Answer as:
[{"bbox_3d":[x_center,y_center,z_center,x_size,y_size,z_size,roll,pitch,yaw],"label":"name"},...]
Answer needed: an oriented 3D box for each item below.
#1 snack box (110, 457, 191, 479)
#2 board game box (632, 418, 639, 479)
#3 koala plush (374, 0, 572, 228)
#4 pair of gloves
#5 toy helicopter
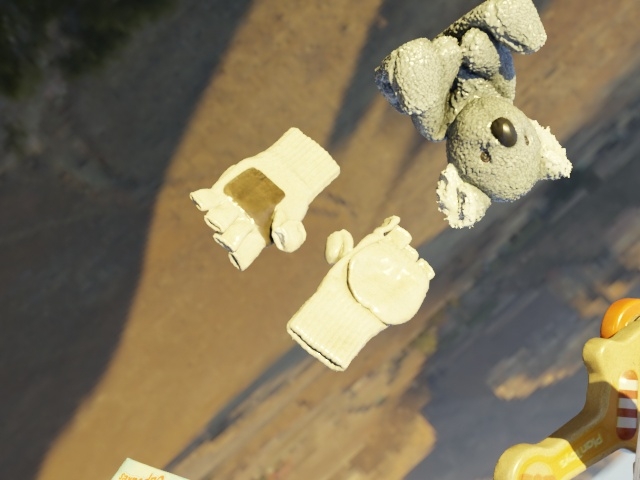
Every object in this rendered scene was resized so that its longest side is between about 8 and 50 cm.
[{"bbox_3d":[-0.098,0.387,1.840,0.187,0.322,0.060,6,-124,51],"label":"snack box"},{"bbox_3d":[0.463,0.191,1.620,0.347,0.233,0.078,81,32,-49],"label":"board game box"},{"bbox_3d":[0.184,-0.140,1.763,0.196,0.221,0.203,-30,180,-14],"label":"koala plush"},{"bbox_3d":[0.000,0.000,1.549,0.204,0.240,0.042,-36,170,-42],"label":"pair of gloves"},{"bbox_3d":[0.352,0.235,1.833,0.355,0.235,0.140,-29,-164,-27],"label":"toy helicopter"}]
